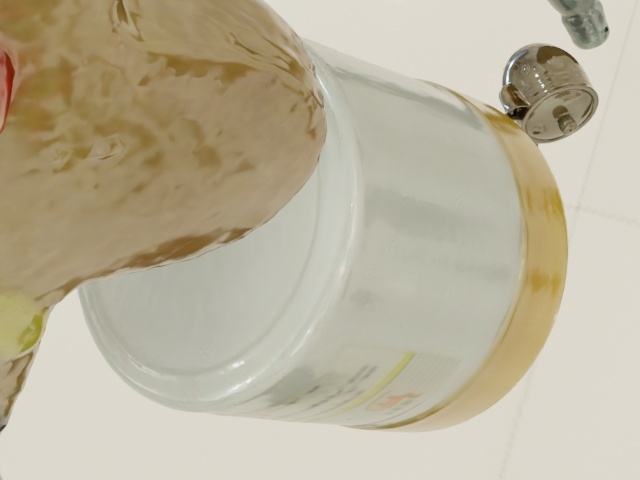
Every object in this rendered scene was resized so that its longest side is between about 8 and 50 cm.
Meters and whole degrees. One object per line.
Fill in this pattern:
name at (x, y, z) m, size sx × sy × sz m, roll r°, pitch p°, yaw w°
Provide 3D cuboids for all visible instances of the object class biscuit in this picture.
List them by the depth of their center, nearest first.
biscuit at (-0.211, 0.034, 0.455) m, size 0.394 × 0.368 × 0.076 m, roll -48°, pitch 51°, yaw 34°

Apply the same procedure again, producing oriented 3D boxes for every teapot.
teapot at (0.165, -0.100, 1.127) m, size 0.085 × 0.110 × 0.080 m, roll -6°, pitch 53°, yaw -23°

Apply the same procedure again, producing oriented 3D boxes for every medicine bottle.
medicine bottle at (0.000, 0.000, 0.908) m, size 0.238 × 0.232 × 0.237 m, roll -9°, pitch 76°, yaw 40°

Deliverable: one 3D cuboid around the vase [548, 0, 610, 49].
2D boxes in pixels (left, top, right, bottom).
vase at (0.178, -0.242, 1.113) m, size 0.060 × 0.060 × 0.211 m, roll -22°, pitch 117°, yaw 10°
